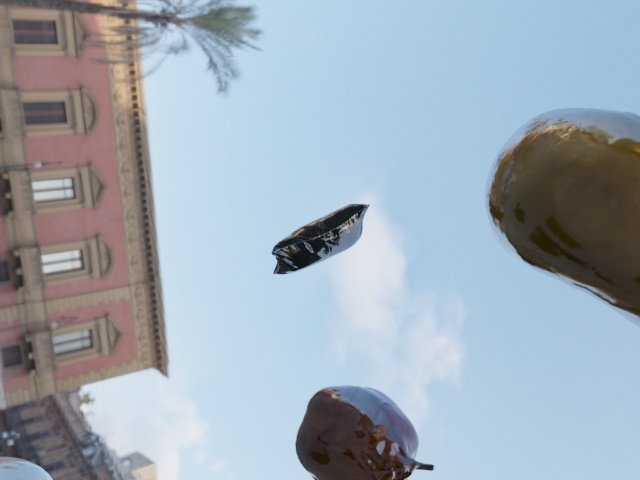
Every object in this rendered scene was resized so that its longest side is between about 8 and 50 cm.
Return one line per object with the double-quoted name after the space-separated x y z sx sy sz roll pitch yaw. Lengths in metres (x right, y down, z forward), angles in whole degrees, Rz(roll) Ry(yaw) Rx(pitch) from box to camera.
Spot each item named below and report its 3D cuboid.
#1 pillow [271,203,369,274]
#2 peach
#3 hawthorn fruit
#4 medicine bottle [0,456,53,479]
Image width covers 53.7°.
0.000 0.000 0.871 0.048 0.150 0.090 55 -15 33 "pillow"
0.261 -0.014 0.535 0.251 0.251 0.153 45 -65 43 "peach"
0.085 0.359 1.114 0.248 0.208 0.207 5 -77 44 "hawthorn fruit"
-0.278 0.356 0.518 0.130 0.130 0.340 -29 -117 57 "medicine bottle"
